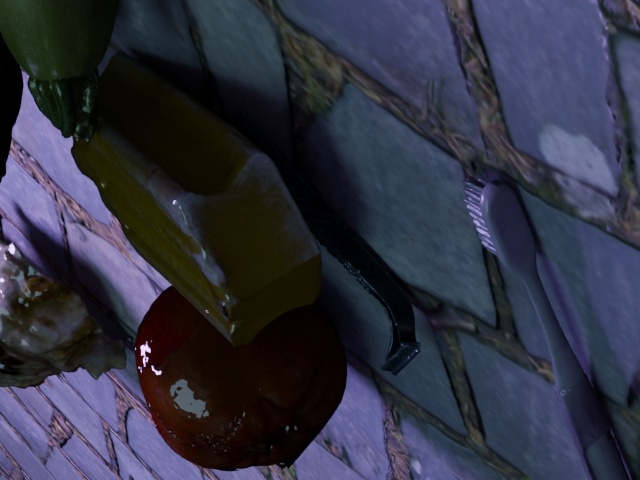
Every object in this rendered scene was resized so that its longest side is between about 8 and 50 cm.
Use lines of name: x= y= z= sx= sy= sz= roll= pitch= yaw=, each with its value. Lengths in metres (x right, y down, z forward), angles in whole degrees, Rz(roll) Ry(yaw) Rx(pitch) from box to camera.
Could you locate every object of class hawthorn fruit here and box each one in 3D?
hawthorn fruit: x=-0.063 y=0.076 z=1.271 sx=0.148 sy=0.148 sz=0.172 roll=83 pitch=161 yaw=-56

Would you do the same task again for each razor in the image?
razor: x=0.005 y=-0.003 z=1.143 sx=0.190 sy=0.033 sz=0.066 roll=52 pitch=160 yaw=8

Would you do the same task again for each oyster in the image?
oyster: x=-0.332 y=0.051 z=1.787 sx=0.337 sy=0.133 sz=0.198 roll=17 pitch=135 yaw=48

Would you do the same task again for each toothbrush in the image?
toothbrush: x=0.147 y=0.102 z=1.035 sx=0.029 sy=0.024 sz=0.354 roll=31 pitch=153 yaw=53

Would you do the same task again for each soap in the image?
soap: x=-0.082 y=-0.023 z=1.163 sx=0.232 sy=0.073 sz=0.140 roll=37 pitch=160 yaw=57

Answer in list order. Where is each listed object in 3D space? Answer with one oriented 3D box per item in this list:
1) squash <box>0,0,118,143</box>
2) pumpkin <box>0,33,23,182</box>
squash: x=-0.162 y=-0.198 z=1.040 sx=0.094 sy=0.094 sz=0.341 roll=32 pitch=147 yaw=39
pumpkin: x=-0.388 y=-0.122 z=1.282 sx=0.363 sy=0.363 sz=0.266 roll=50 pitch=-158 yaw=-2
